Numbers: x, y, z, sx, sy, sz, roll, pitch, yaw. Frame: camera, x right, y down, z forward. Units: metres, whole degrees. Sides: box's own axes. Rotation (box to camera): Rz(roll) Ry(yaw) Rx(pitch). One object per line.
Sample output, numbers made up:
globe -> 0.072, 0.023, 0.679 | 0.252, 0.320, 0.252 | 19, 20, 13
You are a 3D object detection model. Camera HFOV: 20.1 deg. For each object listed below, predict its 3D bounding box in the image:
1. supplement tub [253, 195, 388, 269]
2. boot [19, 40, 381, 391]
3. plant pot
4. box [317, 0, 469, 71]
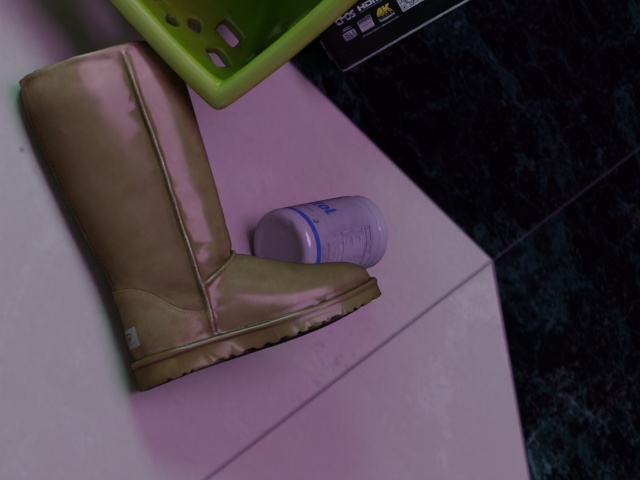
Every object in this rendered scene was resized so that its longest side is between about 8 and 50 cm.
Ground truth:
supplement tub -> 0.000, 0.000, 1.589 | 0.107, 0.071, 0.071 | -13, 84, -47
boot -> -0.092, -0.038, 1.467 | 0.236, 0.089, 0.269 | -18, 88, -27
plant pot -> -0.056, -0.278, 1.466 | 0.227, 0.228, 0.207 | 48, 24, -8
box -> 0.091, -0.342, 1.651 | 0.257, 0.322, 0.079 | 59, 3, -8
